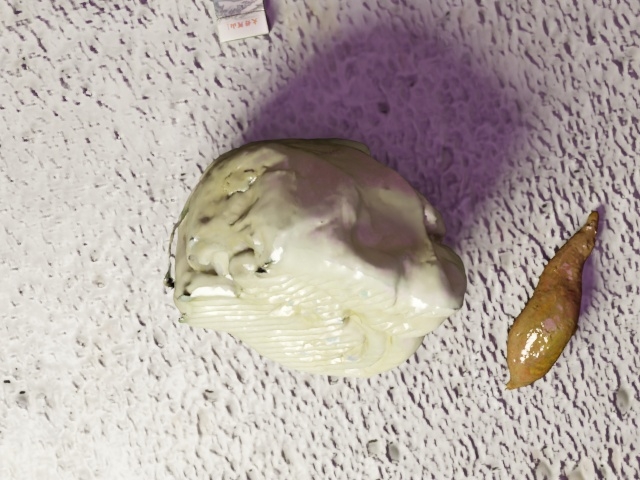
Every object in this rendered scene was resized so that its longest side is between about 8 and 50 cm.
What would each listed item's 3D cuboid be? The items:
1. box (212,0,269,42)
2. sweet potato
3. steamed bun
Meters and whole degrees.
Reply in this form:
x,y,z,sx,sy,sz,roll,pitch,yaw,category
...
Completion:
x,y,z,sx,sy,sz,roll,pitch,yaw,category
-0.088,-0.257,1.150,0.054,0.024,0.083,-11,97,0,box
0.256,0.072,1.174,0.068,0.068,0.226,24,96,-3,sweet potato
0.000,0.000,1.095,0.280,0.268,0.207,21,60,-18,steamed bun
